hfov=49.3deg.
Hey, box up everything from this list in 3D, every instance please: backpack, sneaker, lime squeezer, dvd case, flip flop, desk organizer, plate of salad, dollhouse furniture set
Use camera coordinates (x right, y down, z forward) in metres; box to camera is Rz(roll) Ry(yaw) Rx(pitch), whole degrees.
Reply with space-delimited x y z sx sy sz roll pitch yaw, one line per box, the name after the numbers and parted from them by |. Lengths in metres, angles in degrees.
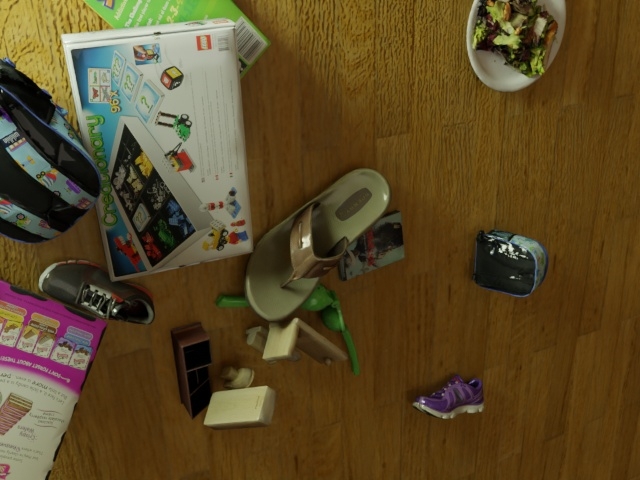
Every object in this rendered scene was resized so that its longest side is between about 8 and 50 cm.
0.333 0.037 1.204 0.084 0.114 0.105 -21 120 -43 | backpack
-0.281 0.071 0.902 0.157 0.065 0.061 19 100 -34 | sneaker
-0.007 0.125 1.086 0.310 0.059 0.110 33 92 -36 | lime squeezer
0.238 0.287 1.299 0.169 0.068 0.071 0 95 -38 | sneaker
0.080 0.008 1.110 0.119 0.013 0.087 -18 118 -21 | dvd case
0.000 0.000 1.000 0.277 0.080 0.112 -42 99 -10 | flip flop
-0.331 -0.090 0.761 0.158 0.117 0.173 -41 124 13 | backpack
-0.182 0.191 1.017 0.047 0.050 0.130 -14 117 -24 | desk organizer
0.312 -0.328 1.078 0.199 0.048 0.200 -12 116 -25 | plate of salad
-0.063 0.220 1.039 0.123 0.144 0.151 40 49 -36 | dollhouse furniture set

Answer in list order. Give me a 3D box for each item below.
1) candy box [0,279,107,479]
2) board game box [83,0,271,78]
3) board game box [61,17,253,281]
-0.375 0.179 0.830 0.159 0.071 0.234 33 66 -42 | candy box
-0.186 -0.280 0.825 0.124 0.039 0.259 -49 128 -1 | board game box
-0.189 -0.107 0.861 0.192 0.053 0.306 -12 121 -18 | board game box
